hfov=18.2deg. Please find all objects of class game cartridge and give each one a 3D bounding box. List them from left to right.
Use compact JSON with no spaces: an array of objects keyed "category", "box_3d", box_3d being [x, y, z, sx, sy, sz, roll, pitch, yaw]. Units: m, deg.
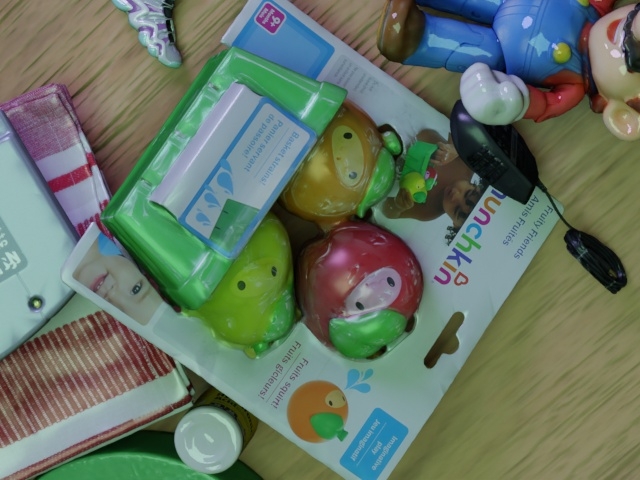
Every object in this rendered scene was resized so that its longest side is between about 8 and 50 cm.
[{"category":"game cartridge","box_3d":[-0.360,0.039,1.790,0.294,0.060,0.196,-30,91,2]}]

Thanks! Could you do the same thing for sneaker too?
[{"category":"sneaker","box_3d":[-0.143,-0.213,1.851,0.069,0.038,0.098,-37,94,16]}]

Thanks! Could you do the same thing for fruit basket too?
[{"category":"fruit basket","box_3d":[0.000,0.000,1.779,0.353,0.165,0.327,36,82,-5]}]

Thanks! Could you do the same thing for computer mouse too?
[{"category":"computer mouse","box_3d":[0.193,-0.034,1.799,0.041,0.071,0.242,-34,110,24]}]

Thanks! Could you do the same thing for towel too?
[{"category":"towel","box_3d":[-0.281,0.046,1.841,0.237,0.037,0.329,-25,85,4]}]

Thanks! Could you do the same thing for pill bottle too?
[{"category":"pill bottle","box_3d":[-0.094,0.172,1.882,0.065,0.116,0.065,2,102,9]}]

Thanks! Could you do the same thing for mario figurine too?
[{"category":"mario figurine","box_3d":[0.219,-0.190,1.728,0.320,0.170,0.198,16,102,8]}]

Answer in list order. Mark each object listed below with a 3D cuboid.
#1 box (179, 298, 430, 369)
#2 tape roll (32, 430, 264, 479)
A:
[{"category":"box","box_3d":[-0.018,0.102,1.884,0.232,0.058,0.087,31,104,2]},{"category":"tape roll","box_3d":[-0.170,0.349,1.954,0.321,0.077,0.321,2,102,10]}]
